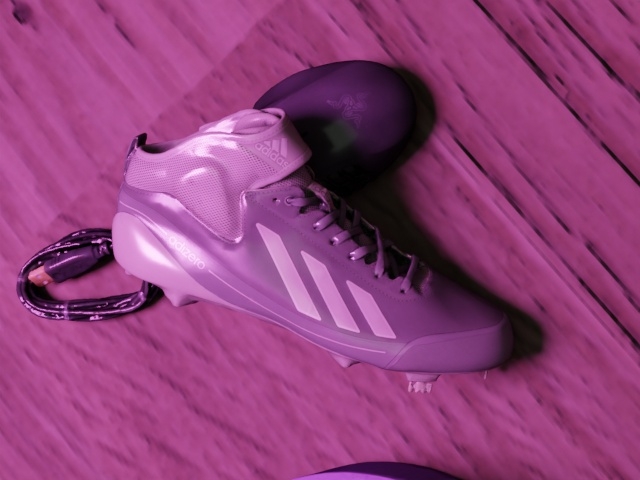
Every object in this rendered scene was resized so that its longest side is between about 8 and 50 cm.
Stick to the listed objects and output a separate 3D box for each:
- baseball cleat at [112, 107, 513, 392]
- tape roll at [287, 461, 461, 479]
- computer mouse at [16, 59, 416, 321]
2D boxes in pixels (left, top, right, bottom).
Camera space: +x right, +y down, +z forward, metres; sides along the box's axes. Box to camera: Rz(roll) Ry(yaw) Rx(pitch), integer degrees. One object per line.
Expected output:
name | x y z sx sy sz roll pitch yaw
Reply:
baseball cleat | 0.000 0.000 0.672 0.206 0.072 0.109 14 115 3
tape roll | 0.022 0.202 0.669 0.189 0.080 0.189 -2 85 17
computer mouse | -0.060 -0.022 0.732 0.242 0.041 0.071 -30 79 13
